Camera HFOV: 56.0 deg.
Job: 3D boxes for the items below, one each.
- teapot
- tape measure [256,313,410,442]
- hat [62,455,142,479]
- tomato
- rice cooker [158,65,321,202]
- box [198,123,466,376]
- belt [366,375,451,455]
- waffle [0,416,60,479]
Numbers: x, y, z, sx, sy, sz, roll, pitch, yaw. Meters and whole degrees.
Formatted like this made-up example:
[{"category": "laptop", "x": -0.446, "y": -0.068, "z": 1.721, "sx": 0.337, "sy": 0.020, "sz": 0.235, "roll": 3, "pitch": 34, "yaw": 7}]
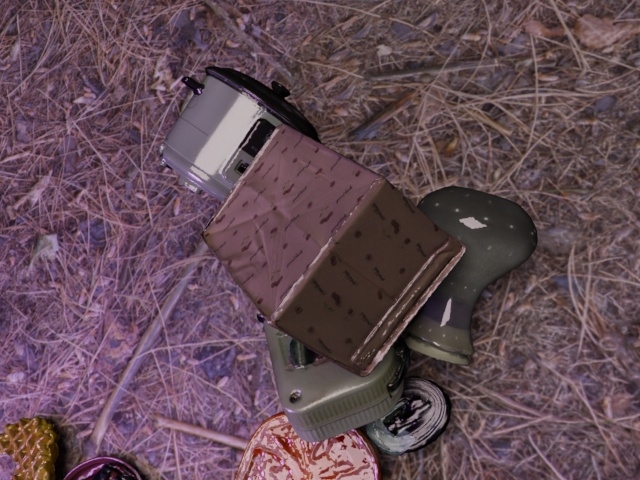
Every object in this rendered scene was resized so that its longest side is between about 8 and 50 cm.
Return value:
[{"category": "teapot", "x": 0.208, "y": 0.052, "z": 0.900, "sx": 0.183, "sy": 0.183, "sz": 0.251, "roll": 18, "pitch": 92, "yaw": 21}, {"category": "tape measure", "x": 0.019, "y": 0.164, "z": 0.921, "sx": 0.207, "sy": 0.115, "sz": 0.235, "roll": -23, "pitch": 37, "yaw": 1}, {"category": "hat", "x": -0.389, "y": 0.474, "z": 1.023, "sx": 0.205, "sy": 0.089, "sz": 0.206, "roll": -5, "pitch": 74, "yaw": 17}, {"category": "tomato", "x": -0.014, "y": 0.379, "z": 0.923, "sx": 0.236, "sy": 0.095, "sz": 0.237, "roll": -5, "pitch": 70, "yaw": 13}, {"category": "rice cooker", "x": -0.128, "y": -0.168, "z": 1.023, "sx": 0.280, "sy": 0.241, "sz": 0.227, "roll": 34, "pitch": 91, "yaw": -22}, {"category": "box", "x": 0.000, "y": 0.000, "z": 0.845, "sx": 0.225, "sy": 0.190, "sz": 0.297, "roll": -53, "pitch": 34, "yaw": 1}, {"category": "belt", "x": 0.135, "y": 0.267, "z": 0.921, "sx": 0.140, "sy": 0.058, "sz": 0.105, "roll": -39, "pitch": 65, "yaw": 6}, {"category": "waffle", "x": -0.537, "y": 0.419, "z": 1.096, "sx": 0.149, "sy": 0.051, "sz": 0.194, "roll": -21, "pitch": 61, "yaw": 24}]
